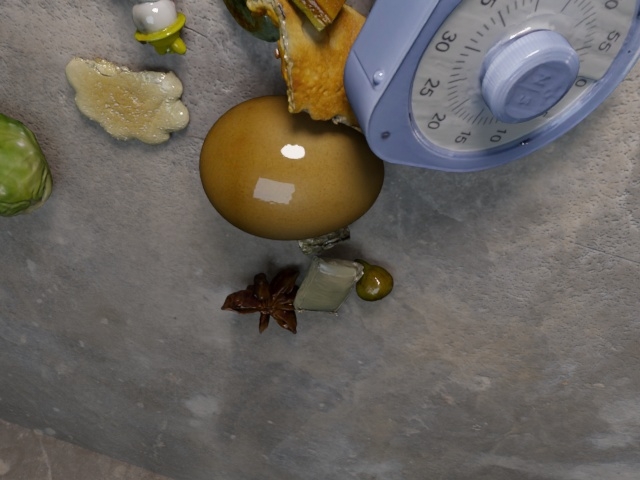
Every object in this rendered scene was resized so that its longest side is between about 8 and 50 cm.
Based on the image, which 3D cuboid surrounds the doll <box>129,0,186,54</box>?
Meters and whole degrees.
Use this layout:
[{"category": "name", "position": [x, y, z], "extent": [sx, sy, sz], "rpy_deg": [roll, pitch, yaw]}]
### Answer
[{"category": "doll", "position": [-0.285, -0.413, 0.880], "extent": [0.135, 0.099, 0.241], "rpy_deg": [-14, 130, 1]}]

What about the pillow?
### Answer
[{"category": "pillow", "position": [0.014, 0.102, 1.221], "extent": [0.119, 0.053, 0.208], "rpy_deg": [15, 138, -10]}]

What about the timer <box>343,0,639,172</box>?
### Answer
[{"category": "timer", "position": [0.250, -0.246, 0.703], "extent": [0.394, 0.173, 0.395], "rpy_deg": [-12, 144, -9]}]

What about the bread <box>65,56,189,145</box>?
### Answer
[{"category": "bread", "position": [-0.382, -0.268, 1.087], "extent": [0.250, 0.039, 0.182], "rpy_deg": [11, 133, 9]}]

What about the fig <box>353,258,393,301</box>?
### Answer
[{"category": "fig", "position": [0.116, 0.086, 1.213], "extent": [0.084, 0.082, 0.098], "rpy_deg": [10, 128, 61]}]

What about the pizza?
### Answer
[{"category": "pizza", "position": [0.029, -0.256, 0.820], "extent": [0.365, 0.183, 0.073], "rpy_deg": [14, -179, -44]}]

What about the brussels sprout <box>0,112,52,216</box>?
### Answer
[{"category": "brussels sprout", "position": [-0.715, -0.161, 1.194], "extent": [0.243, 0.244, 0.244], "rpy_deg": [10, 133, 11]}]

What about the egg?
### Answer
[{"category": "egg", "position": [-0.050, -0.123, 0.953], "extent": [0.322, 0.250, 0.250], "rpy_deg": [8, 133, 7]}]

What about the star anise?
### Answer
[{"category": "star anise", "position": [-0.120, 0.137, 1.315], "extent": [0.212, 0.111, 0.196], "rpy_deg": [18, 140, -7]}]

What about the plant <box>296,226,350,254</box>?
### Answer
[{"category": "plant", "position": [0.000, 0.000, 1.154], "extent": [0.116, 0.105, 0.122], "rpy_deg": [11, 141, -4]}]

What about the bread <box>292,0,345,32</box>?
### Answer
[{"category": "bread", "position": [-0.010, -0.332, 0.708], "extent": [0.094, 0.090, 0.035], "rpy_deg": [44, 139, -21]}]

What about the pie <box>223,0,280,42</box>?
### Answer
[{"category": "pie", "position": [-0.111, -0.384, 0.814], "extent": [0.187, 0.041, 0.187], "rpy_deg": [51, 164, 21]}]
